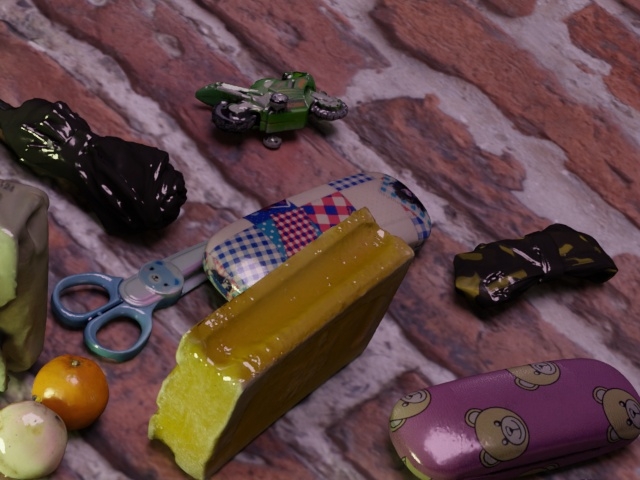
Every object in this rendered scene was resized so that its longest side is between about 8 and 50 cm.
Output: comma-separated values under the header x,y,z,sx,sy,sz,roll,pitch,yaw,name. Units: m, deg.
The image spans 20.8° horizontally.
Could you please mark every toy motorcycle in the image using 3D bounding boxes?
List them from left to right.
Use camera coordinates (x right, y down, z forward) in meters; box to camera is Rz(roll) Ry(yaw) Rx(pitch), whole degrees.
x,y,z,sx,sy,sz,roll,pitch,yaw,name
-0.061,-0.181,2.297,0.190,0.074,0.106,-8,38,-24,toy motorcycle

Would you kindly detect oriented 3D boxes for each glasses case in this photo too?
x,y,z,sx,sy,sz,roll,pitch,yaw,name
0.000,0.000,2.110,0.327,0.076,0.125,-22,59,-40,glasses case
0.226,0.204,1.976,0.316,0.076,0.123,-8,47,-26,glasses case

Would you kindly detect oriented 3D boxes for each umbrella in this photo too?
x,y,z,sx,sy,sz,roll,pitch,yaw,name
-0.313,-0.112,2.126,0.340,0.118,0.118,26,42,18,umbrella

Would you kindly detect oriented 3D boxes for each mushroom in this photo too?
x,y,z,sx,sy,sz,roll,pitch,yaw,name
-0.303,0.207,1.806,0.083,0.067,0.084,1,79,-8,mushroom

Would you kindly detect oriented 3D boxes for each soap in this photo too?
x,y,z,sx,sy,sz,roll,pitch,yaw,name
-0.042,0.111,1.898,0.091,0.199,0.315,38,45,16,soap

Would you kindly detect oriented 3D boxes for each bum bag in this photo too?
x,y,z,sx,sy,sz,roll,pitch,yaw,name
0.259,0.032,2.184,0.232,0.060,0.107,-11,40,-31,bum bag

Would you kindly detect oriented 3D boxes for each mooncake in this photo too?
x,y,z,sx,sy,sz,roll,pitch,yaw,name
-0.402,0.017,1.835,0.254,0.250,0.136,18,44,3,mooncake

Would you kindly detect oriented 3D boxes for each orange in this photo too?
x,y,z,sx,sy,sz,roll,pitch,yaw,name
-0.265,0.161,1.857,0.083,0.083,0.083,9,43,-9,orange

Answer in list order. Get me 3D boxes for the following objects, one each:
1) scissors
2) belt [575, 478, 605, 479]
x,y,z,sx,sy,sz,roll,pitch,yaw,name
-0.189,0.052,2.033,0.125,0.030,0.256,43,48,21,scissors
0.280,0.385,1.772,0.260,0.122,0.325,22,41,-2,belt
